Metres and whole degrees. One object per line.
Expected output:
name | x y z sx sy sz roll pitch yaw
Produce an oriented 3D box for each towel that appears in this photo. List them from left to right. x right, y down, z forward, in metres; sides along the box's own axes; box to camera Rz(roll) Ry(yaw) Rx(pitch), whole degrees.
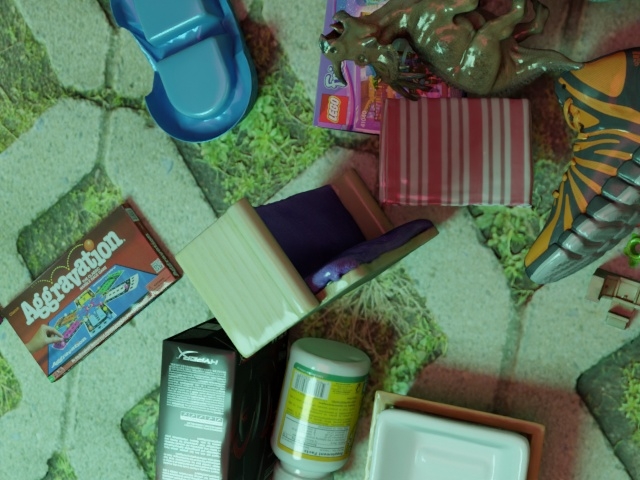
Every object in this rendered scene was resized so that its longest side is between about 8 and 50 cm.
towel | 0.174 -0.113 1.239 0.197 0.029 0.144 1 83 5

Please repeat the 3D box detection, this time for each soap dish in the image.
soap dish | 0.173 0.359 1.310 0.229 0.118 0.291 9 98 16

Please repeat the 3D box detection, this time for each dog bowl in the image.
dog bowl | -0.187 -0.286 1.375 0.166 0.074 0.297 -21 90 18

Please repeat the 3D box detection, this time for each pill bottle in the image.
pill bottle | -0.006 0.252 1.353 0.117 0.117 0.208 15 99 15

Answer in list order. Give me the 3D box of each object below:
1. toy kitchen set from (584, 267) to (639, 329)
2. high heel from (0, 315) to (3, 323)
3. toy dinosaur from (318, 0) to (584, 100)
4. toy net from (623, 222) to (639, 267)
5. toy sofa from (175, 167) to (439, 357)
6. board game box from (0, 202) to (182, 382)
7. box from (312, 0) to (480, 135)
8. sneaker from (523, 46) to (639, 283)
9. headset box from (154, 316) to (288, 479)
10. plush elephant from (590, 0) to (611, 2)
toy kitchen set | 0.383 0.084 1.238 0.083 0.075 0.068 19 102 18
high heel | -0.614 0.063 1.556 0.117 0.082 0.244 -28 71 -13
toy dinosaur | 0.166 -0.238 1.190 0.295 0.127 0.200 28 102 5
toy net | 0.457 -0.074 1.221 0.122 0.045 0.232 11 97 45
toy sofa | 0.000 0.000 1.198 0.177 0.362 0.150 -37 84 24
board game box | -0.359 0.084 1.492 0.281 0.027 0.145 -39 83 17
box | 0.107 -0.286 1.292 0.201 0.057 0.293 9 99 14
sneaker | 0.341 -0.103 1.216 0.321 0.124 0.180 -50 62 19
headset box | -0.136 0.266 1.343 0.110 0.218 0.293 7 97 16
plush elephant | 0.395 -0.409 1.103 0.330 0.255 0.272 49 153 45
